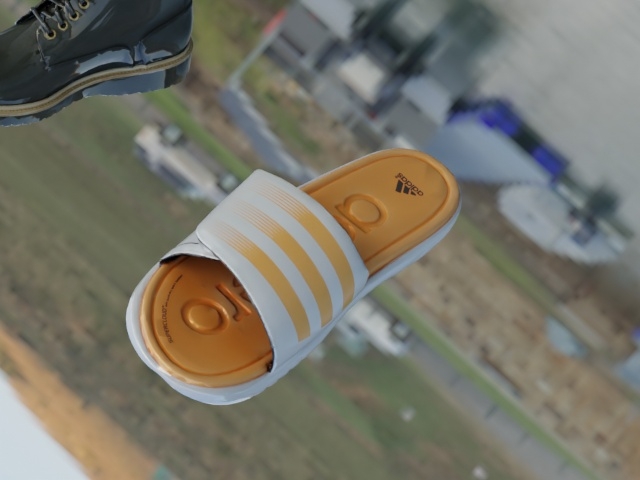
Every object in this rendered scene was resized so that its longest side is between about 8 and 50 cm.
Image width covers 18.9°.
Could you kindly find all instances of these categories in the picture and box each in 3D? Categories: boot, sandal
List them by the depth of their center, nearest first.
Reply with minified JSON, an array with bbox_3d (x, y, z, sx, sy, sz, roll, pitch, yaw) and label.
[{"bbox_3d":[-0.008,-0.007,1.115,0.102,0.265,0.076,39,139,17],"label":"sandal"},{"bbox_3d":[-0.169,-0.157,1.244,0.077,0.198,0.137,46,140,33],"label":"boot"}]
